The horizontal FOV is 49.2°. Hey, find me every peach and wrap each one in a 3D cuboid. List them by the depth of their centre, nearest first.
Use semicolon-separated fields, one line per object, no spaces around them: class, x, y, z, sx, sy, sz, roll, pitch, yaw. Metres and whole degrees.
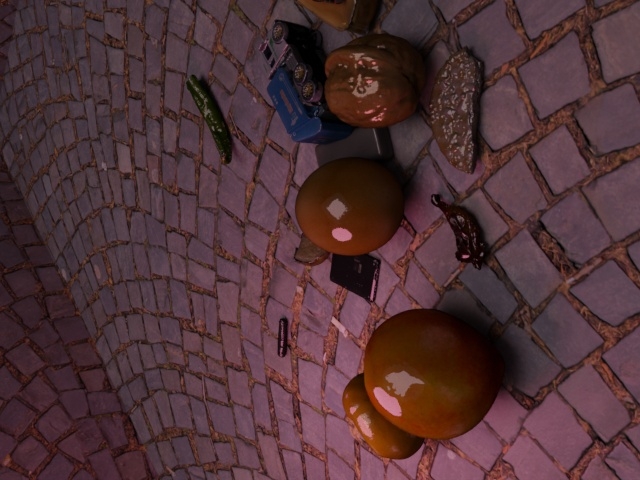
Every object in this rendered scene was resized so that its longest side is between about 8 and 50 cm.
peach;0.269;0.312;1.647;0.333;0.308;0.307;-6;95;25
peach;0.162;0.455;1.827;0.153;0.251;0.251;-51;60;15

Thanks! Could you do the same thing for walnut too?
walnut;0.121;-0.384;1.681;0.257;0.257;0.224;8;73;46

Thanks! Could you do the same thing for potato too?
potato;0.000;0.000;2.028;0.101;0.089;0.171;11;75;25

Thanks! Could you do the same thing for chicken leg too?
chicken leg;0.332;-0.027;1.665;0.089;0.048;0.219;-36;72;42

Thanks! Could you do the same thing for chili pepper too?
chili pepper;-0.359;-0.397;2.311;0.359;0.076;0.085;62;155;22

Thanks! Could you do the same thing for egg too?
egg;0.067;-0.086;1.789;0.322;0.250;0.250;1;100;53

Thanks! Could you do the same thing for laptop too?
laptop;0.094;0.087;1.977;0.180;0.016;0.129;25;116;43

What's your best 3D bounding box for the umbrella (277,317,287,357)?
umbrella;-0.124;0.314;2.258;0.036;0.031;0.133;20;113;42

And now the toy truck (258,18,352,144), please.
toy truck;-0.041;-0.420;1.878;0.175;0.146;0.367;-45;58;38

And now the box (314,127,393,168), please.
box;0.086;-0.240;1.877;0.244;0.055;0.103;-14;88;48

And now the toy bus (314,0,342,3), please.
toy bus;0.010;-0.611;1.730;0.110;0.031;0.043;28;130;41

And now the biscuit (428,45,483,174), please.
biscuit;0.311;-0.303;1.628;0.141;0.038;0.289;12;106;46

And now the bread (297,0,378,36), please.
bread;0.041;-0.634;1.792;0.241;0.107;0.136;42;130;33
